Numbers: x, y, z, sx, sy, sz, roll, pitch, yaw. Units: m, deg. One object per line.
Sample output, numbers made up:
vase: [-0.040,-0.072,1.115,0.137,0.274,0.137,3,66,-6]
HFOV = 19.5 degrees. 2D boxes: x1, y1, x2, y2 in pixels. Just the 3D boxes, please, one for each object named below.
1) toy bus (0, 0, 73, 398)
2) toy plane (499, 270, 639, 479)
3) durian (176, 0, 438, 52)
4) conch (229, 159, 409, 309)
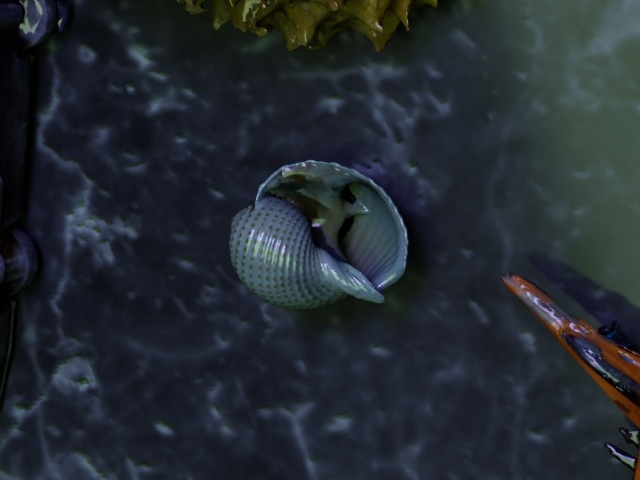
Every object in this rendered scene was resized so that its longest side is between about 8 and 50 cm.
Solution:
toy bus: [-0.223,-0.048,0.961,0.139,0.113,0.301,13,107,22]
toy plane: [0.161,0.074,0.866,0.188,0.062,0.135,44,114,23]
durian: [-0.065,-0.171,0.830,0.305,0.195,0.185,13,112,16]
conch: [-0.001,-0.001,0.910,0.085,0.056,0.076,24,89,-5]
